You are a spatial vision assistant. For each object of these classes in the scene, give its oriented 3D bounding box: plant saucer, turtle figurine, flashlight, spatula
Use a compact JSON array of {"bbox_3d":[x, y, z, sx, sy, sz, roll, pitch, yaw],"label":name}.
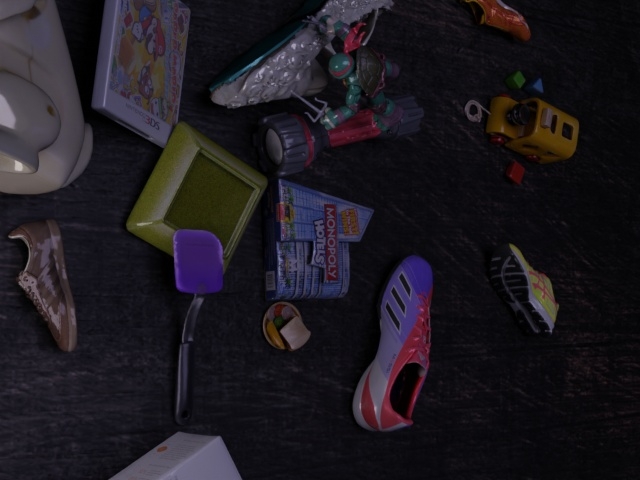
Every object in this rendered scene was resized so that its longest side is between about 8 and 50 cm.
[{"bbox_3d":[-0.174,-0.057,1.620,0.188,0.045,0.188,33,76,-33],"label":"plant saucer"},{"bbox_3d":[0.051,-0.253,1.645,0.234,0.118,0.175,15,85,-57],"label":"turtle figurine"},{"bbox_3d":[0.038,-0.184,1.768,0.304,0.103,0.103,-17,57,-31],"label":"flashlight"},{"bbox_3d":[-0.193,0.132,1.592,0.084,0.030,0.297,2,99,-35],"label":"spatula"}]

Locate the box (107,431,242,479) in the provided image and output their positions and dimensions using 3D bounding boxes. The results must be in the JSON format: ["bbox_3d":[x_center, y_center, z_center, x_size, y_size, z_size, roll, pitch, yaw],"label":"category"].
[{"bbox_3d":[-0.218,0.358,1.515,0.170,0.130,0.091,-31,102,-33],"label":"box"}]

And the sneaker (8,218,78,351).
[{"bbox_3d":[-0.386,0.067,1.478,0.071,0.066,0.189,-10,86,-19],"label":"sneaker"}]

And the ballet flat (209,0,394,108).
[{"bbox_3d":[-0.007,-0.320,1.730,0.409,0.147,0.147,-49,112,-28],"label":"ballet flat"}]

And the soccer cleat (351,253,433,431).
[{"bbox_3d":[0.149,0.173,1.808,0.108,0.116,0.318,29,69,-30],"label":"soccer cleat"}]

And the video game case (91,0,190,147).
[{"bbox_3d":[-0.257,-0.271,1.553,0.206,0.026,0.227,29,64,-67],"label":"video game case"}]

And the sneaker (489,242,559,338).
[{"bbox_3d":[0.393,0.082,2.026,0.094,0.081,0.209,-48,119,-37],"label":"sneaker"}]

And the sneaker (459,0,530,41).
[{"bbox_3d":[0.335,-0.433,2.053,0.175,0.064,0.067,33,87,-23],"label":"sneaker"}]

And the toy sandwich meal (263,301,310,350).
[{"bbox_3d":[-0.055,0.140,1.718,0.085,0.029,0.086,4,83,-35],"label":"toy sandwich meal"}]

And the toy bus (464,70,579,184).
[{"bbox_3d":[0.405,-0.224,2.043,0.202,0.104,0.191,-35,105,-33],"label":"toy bus"}]

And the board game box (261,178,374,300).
[{"bbox_3d":[0.000,0.000,1.754,0.194,0.060,0.194,0,85,-35],"label":"board game box"}]

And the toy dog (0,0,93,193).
[{"bbox_3d":[-0.412,-0.280,1.359,0.395,0.284,0.408,11,78,-48],"label":"toy dog"}]
